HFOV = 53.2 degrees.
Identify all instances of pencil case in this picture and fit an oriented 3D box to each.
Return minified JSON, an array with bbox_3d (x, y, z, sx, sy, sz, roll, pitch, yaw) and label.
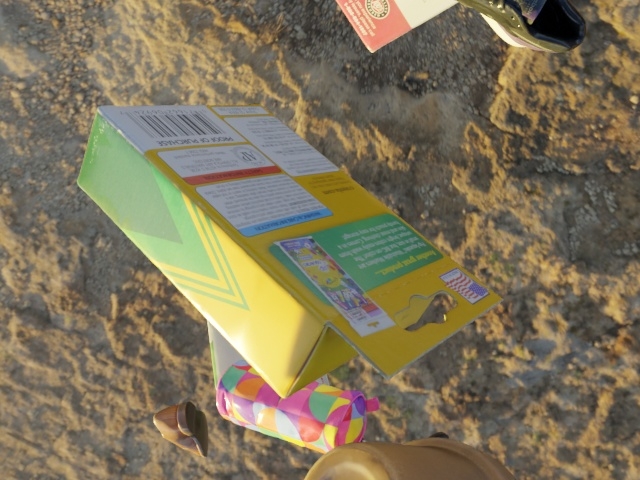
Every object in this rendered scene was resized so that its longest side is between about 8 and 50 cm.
[{"bbox_3d":[-0.039,0.244,0.935,0.237,0.104,0.104,8,122,31],"label":"pencil case"}]

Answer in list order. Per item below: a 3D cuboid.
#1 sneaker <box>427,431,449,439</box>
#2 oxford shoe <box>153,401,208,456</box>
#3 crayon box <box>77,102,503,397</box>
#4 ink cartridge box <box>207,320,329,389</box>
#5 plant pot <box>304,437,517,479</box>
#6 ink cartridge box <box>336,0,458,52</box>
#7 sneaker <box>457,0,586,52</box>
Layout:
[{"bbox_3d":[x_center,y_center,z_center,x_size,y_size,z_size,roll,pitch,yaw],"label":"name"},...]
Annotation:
[{"bbox_3d":[0.224,0.470,1.332,0.170,0.089,0.051,-32,102,-21],"label":"sneaker"},{"bbox_3d":[-0.265,0.368,1.243,0.076,0.076,0.212,-9,143,3],"label":"oxford shoe"},{"bbox_3d":[-0.027,0.001,0.553,0.323,0.203,0.083,41,121,23],"label":"crayon box"},{"bbox_3d":[-0.107,0.256,1.392,0.122,0.211,0.289,-28,140,15],"label":"ink cartridge box"},{"bbox_3d":[0.096,0.349,0.768,0.263,0.263,0.229,-34,134,20],"label":"plant pot"},{"bbox_3d":[0.174,-0.522,0.983,0.385,0.160,0.279,-23,121,29],"label":"ink cartridge box"},{"bbox_3d":[0.222,-0.324,0.789,0.283,0.124,0.107,19,110,-28],"label":"sneaker"}]
